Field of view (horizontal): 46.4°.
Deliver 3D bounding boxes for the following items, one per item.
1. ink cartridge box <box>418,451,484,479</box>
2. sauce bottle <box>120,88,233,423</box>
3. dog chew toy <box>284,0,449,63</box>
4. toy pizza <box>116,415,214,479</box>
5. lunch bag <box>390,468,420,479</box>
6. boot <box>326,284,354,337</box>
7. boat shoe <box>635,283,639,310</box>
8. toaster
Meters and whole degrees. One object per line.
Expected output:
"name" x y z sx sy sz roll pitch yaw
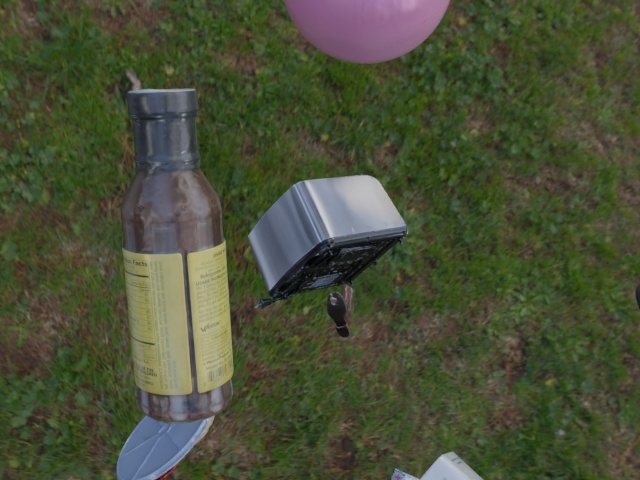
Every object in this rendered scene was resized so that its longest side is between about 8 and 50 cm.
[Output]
"ink cartridge box" 0.208 0.456 0.973 0.289 0.121 0.211 41 92 21
"sauce bottle" -0.152 0.015 0.790 0.111 0.111 0.345 -3 103 -13
"dog chew toy" 0.051 -0.358 0.821 0.206 0.332 0.207 -1 58 2
"toy pizza" -0.237 0.308 1.178 0.201 0.201 0.032 -47 112 -20
"lunch bag" 0.181 0.526 1.558 0.083 0.053 0.071 29 78 -25
"boot" 0.043 0.110 1.415 0.037 0.106 0.114 -2 33 14
"boat shoe" 0.373 0.109 0.709 0.113 0.340 0.127 -27 55 18
"toaster" 0.000 0.000 1.059 0.185 0.168 0.110 -10 65 -39
